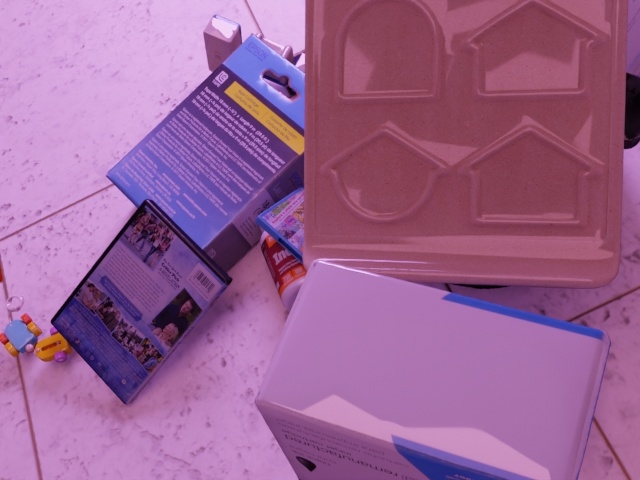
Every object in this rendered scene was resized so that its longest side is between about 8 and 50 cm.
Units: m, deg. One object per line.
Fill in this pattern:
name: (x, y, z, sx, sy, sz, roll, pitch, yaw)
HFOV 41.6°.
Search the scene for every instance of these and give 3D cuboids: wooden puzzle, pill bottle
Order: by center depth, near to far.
wooden puzzle: (0.143, -0.130, 0.870, 0.321, 0.080, 0.348, 2, 89, 16)
pill bottle: (-0.040, 0.022, 1.253, 0.086, 0.086, 0.152, -26, 58, 2)

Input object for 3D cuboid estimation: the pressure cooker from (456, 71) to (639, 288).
pressure cooker: (0.194, -0.173, 1.091, 0.369, 0.420, 0.376, -21, 59, 5)

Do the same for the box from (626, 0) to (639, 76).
box: (0.471, -0.288, 1.210, 0.186, 0.038, 0.145, 31, 102, -2)

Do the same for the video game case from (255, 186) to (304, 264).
video game case: (0.000, 0.000, 1.222, 0.166, 0.015, 0.119, 42, 40, 9)

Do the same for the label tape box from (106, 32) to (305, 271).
label tape box: (-0.139, -0.134, 1.346, 0.333, 0.106, 0.240, -45, 61, -6)

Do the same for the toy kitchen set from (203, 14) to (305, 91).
toy kitchen set: (-0.072, -0.353, 1.474, 0.207, 0.122, 0.166, 24, 70, 6)

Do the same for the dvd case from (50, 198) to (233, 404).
dvd case: (-0.269, 0.090, 1.244, 0.180, 0.022, 0.253, 43, 103, 14)

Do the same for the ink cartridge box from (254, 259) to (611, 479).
ink cartridge box: (0.125, 0.217, 0.894, 0.285, 0.395, 0.166, 13, 61, 19)

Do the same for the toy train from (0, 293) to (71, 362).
toy train: (-0.425, 0.136, 1.337, 0.166, 0.046, 0.125, 1, 61, 15)
